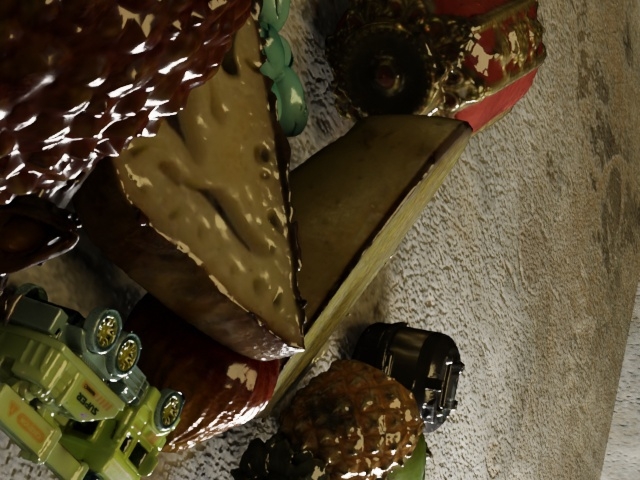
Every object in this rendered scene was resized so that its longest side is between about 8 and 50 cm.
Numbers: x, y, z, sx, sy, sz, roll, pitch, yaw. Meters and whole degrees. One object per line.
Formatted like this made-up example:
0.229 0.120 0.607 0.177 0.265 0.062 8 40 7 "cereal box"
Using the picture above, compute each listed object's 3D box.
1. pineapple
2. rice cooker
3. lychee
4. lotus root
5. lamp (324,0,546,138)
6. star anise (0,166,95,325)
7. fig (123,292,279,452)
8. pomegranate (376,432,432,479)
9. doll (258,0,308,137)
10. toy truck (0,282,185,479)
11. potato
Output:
-0.025 0.199 1.268 0.237 0.111 0.119 -41 141 -26 "pineapple"
0.089 0.142 1.578 0.165 0.106 0.112 19 82 -78 "rice cooker"
-0.157 -0.142 0.763 0.271 0.236 0.236 -50 148 -12 "lychee"
-0.092 -0.052 1.039 0.170 0.074 0.260 8 72 -47 "lotus root"
0.114 -0.180 1.458 0.274 0.177 0.177 -31 124 -62 "lamp"
-0.173 -0.015 0.886 0.157 0.053 0.212 -35 -150 57 "star anise"
-0.092 0.107 1.131 0.119 0.119 0.153 -57 164 -48 "fig"
0.021 0.228 1.408 0.191 0.131 0.152 -52 146 -40 "pomegranate"
-0.047 -0.142 1.211 0.159 0.059 0.158 -86 170 -51 "doll"
-0.163 0.106 0.998 0.100 0.077 0.169 -61 151 -23 "toy truck"
0.000 0.000 1.257 0.299 0.116 0.239 -53 168 4 "potato"
